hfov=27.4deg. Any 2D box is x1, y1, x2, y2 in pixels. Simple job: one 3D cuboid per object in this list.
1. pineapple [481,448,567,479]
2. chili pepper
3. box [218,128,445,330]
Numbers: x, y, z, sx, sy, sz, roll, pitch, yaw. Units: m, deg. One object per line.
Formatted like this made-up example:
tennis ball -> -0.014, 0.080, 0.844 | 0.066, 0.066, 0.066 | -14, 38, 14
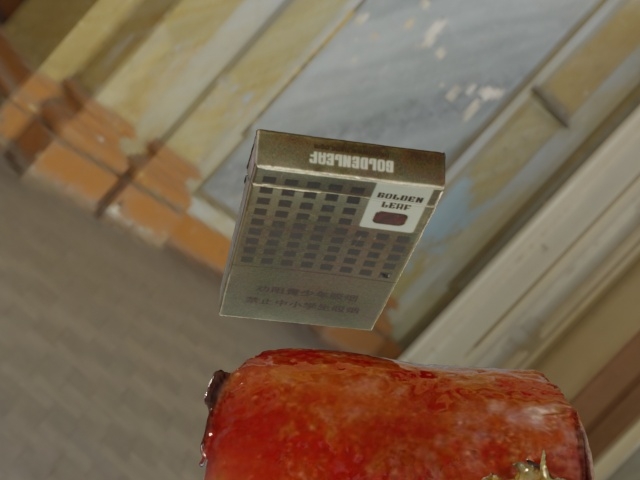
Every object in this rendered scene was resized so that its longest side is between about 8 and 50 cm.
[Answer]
pineapple -> 0.147, 0.194, 0.775 | 0.233, 0.079, 0.135 | 12, -37, 49
chili pepper -> 0.067, 0.214, 1.037 | 0.229, 0.306, 0.251 | 81, 12, -57
box -> 0.001, 0.000, 1.342 | 0.180, 0.047, 0.325 | 7, -30, -8
